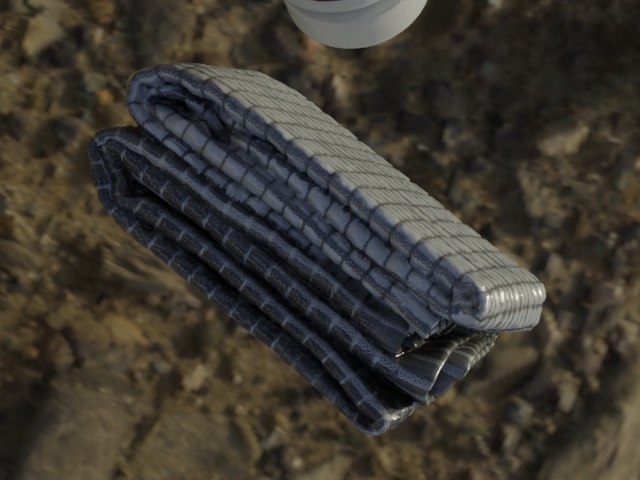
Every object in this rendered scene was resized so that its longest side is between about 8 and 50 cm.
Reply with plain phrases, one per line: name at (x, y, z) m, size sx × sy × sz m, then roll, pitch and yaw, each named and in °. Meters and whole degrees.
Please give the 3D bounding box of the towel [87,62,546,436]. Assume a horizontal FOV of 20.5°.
towel at (0.000, 0.000, 1.189) m, size 0.121 × 0.284 × 0.235 m, roll -54°, pitch 168°, yaw 10°

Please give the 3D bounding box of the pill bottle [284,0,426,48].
pill bottle at (0.003, -0.217, 1.086) m, size 0.121 × 0.121 × 0.221 m, roll -49°, pitch 154°, yaw -13°
